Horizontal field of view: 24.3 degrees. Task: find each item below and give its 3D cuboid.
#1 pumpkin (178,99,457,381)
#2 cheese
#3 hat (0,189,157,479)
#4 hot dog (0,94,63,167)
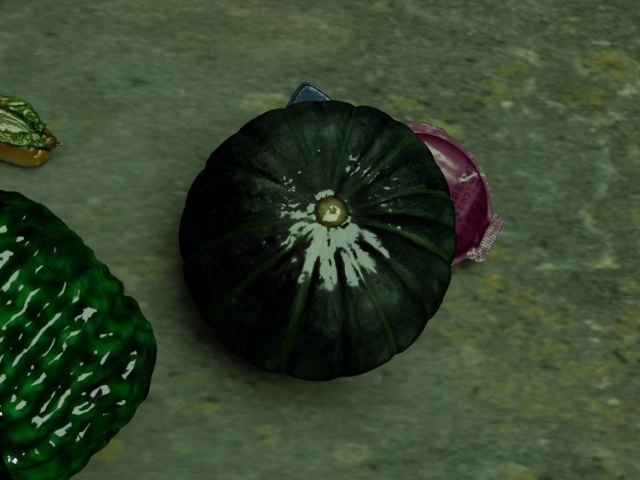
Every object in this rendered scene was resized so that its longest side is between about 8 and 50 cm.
[{"bbox_3d":[0.000,0.000,1.310,0.250,0.216,0.250,-1,84,10],"label":"pumpkin"},{"bbox_3d":[0.068,-0.062,1.436,0.244,0.062,0.155,32,62,-8],"label":"cheese"},{"bbox_3d":[-0.299,0.125,1.111,0.242,0.274,0.332,45,70,-7],"label":"hat"},{"bbox_3d":[-0.293,-0.102,1.312,0.133,0.041,0.056,16,67,-17],"label":"hot dog"}]
